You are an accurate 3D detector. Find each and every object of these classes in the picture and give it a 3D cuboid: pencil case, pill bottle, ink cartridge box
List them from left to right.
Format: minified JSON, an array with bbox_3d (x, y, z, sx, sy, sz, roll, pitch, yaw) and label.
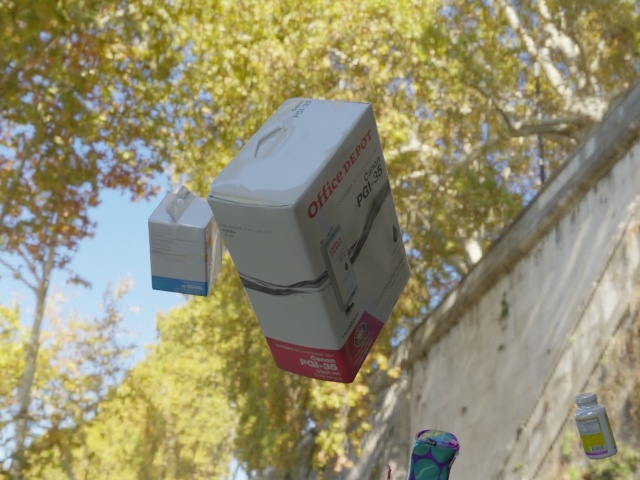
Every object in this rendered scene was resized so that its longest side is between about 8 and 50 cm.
[{"bbox_3d":[-0.205,-0.002,1.189,0.089,0.092,0.143,8,-58,6],"label":"ink cartridge box"},{"bbox_3d":[0.000,0.000,0.944,0.117,0.207,0.283,8,-45,29],"label":"ink cartridge box"},{"bbox_3d":[0.159,0.353,1.117,0.070,0.152,0.064,8,2,37],"label":"pencil case"},{"bbox_3d":[0.371,0.251,1.056,0.043,0.083,0.043,-15,-4,-1],"label":"pill bottle"}]

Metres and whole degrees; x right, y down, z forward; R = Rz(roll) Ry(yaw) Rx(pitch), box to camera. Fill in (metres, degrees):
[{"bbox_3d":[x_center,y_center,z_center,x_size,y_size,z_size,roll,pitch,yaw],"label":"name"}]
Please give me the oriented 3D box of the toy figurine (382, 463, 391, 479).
[{"bbox_3d":[-0.023,0.531,1.297,0.217,0.191,0.363,8,-42,-28],"label":"toy figurine"}]
